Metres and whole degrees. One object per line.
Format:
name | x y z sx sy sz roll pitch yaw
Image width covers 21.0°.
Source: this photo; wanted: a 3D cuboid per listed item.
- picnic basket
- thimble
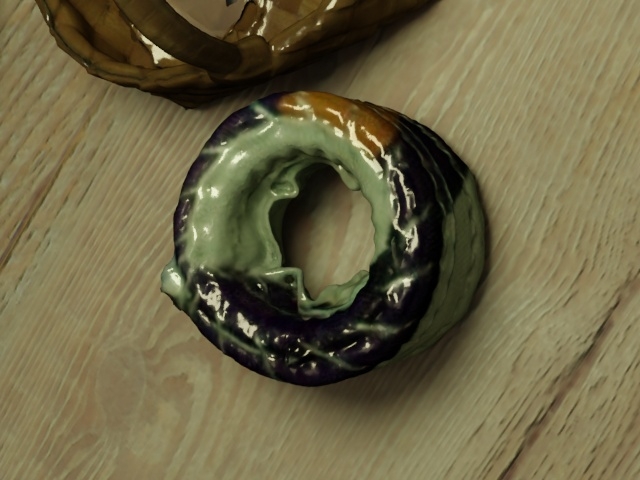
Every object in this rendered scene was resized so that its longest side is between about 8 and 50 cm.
picnic basket | -0.107 -0.259 1.312 0.337 0.337 0.293 -22 79 23
thimble | 0.000 0.000 1.345 0.237 0.150 0.237 0 90 26
